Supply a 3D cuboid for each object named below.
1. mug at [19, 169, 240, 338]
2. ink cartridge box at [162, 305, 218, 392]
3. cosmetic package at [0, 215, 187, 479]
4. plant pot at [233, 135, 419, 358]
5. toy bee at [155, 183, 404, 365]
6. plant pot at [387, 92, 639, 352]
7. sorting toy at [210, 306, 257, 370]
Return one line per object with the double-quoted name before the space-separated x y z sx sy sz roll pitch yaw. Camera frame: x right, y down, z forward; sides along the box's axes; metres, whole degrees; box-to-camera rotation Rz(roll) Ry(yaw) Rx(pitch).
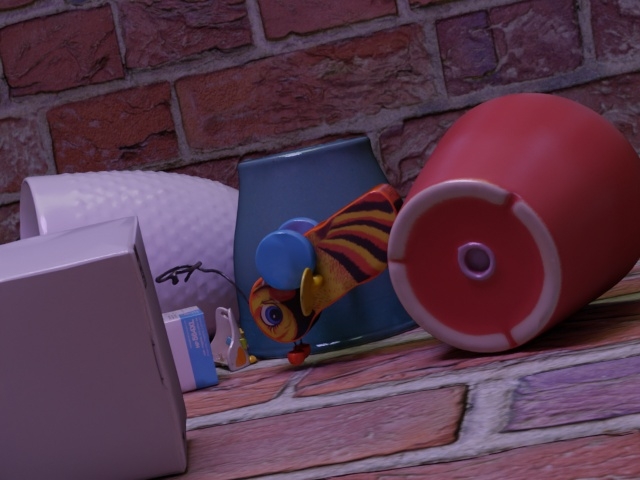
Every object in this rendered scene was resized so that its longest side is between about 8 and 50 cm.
"mug" -0.268 0.030 1.932 0.328 0.276 0.374 -5 4 -19
"ink cartridge box" -0.206 0.141 1.572 0.143 0.090 0.092 -12 5 -10
"cosmetic package" -0.326 0.129 1.173 0.384 0.217 0.156 -11 15 -5
"plant pot" 0.000 0.000 1.734 0.271 0.255 0.271 -13 4 1
"toy bee" -0.018 0.054 1.532 0.298 0.162 0.195 -19 8 39
"plant pot" 0.208 -0.010 1.445 0.275 0.275 0.243 -9 14 29
"sorting toy" -0.116 0.122 1.656 0.044 0.075 0.083 -14 6 -22
